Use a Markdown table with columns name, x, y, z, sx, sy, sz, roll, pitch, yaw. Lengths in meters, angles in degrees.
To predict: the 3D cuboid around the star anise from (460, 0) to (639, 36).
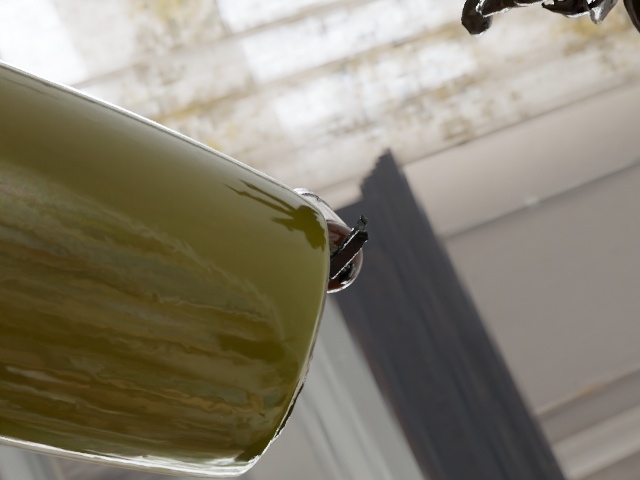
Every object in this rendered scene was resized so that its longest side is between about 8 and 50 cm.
| name | x | y | z | sx | sy | sz | roll | pitch | yaw |
| --- | --- | --- | --- | --- | --- | --- | --- | --- | --- |
| star anise | 0.155 | -0.174 | 0.994 | 0.231 | 0.089 | 0.209 | 3 | -37 | 38 |

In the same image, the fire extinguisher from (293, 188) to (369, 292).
| name | x | y | z | sx | sy | sz | roll | pitch | yaw |
| --- | --- | --- | --- | --- | --- | --- | --- | --- | --- |
| fire extinguisher | 0.000 | 0.000 | 1.195 | 0.050 | 0.062 | 0.177 | 37 | 2 | -13 |

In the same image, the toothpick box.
| name | x | y | z | sx | sy | sz | roll | pitch | yaw |
| --- | --- | --- | --- | --- | --- | --- | --- | --- | --- |
| toothpick box | -0.131 | 0.012 | 0.840 | 0.175 | 0.271 | 0.175 | -162 | -90 | -75 |
